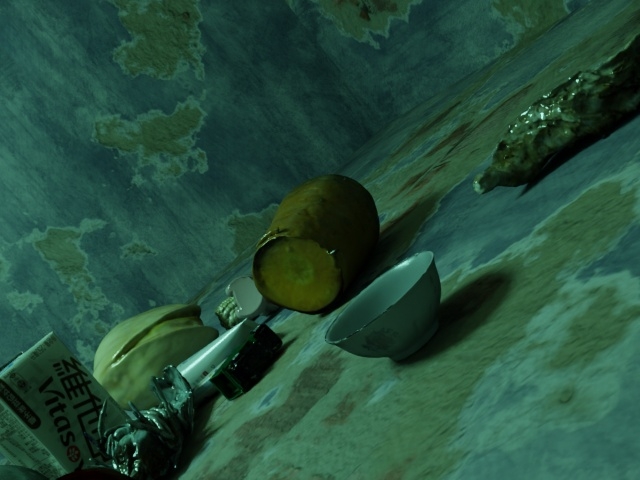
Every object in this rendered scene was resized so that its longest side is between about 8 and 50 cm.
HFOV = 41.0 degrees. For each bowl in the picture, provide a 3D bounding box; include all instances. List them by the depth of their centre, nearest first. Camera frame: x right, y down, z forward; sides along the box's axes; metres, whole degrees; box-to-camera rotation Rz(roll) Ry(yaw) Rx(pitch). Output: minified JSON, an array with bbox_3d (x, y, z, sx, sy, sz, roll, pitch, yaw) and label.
[{"bbox_3d":[0.103,0.106,1.155,0.189,0.086,0.189,-39,6,5],"label":"bowl"}]

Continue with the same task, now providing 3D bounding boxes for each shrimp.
[{"bbox_3d":[-0.305,0.339,1.535,0.221,0.166,0.410,-40,-4,12],"label":"shrimp"}]

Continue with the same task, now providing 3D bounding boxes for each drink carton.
[{"bbox_3d":[-0.507,0.361,1.669,0.132,0.324,0.194,-33,11,36],"label":"drink carton"}]

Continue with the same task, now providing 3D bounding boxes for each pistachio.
[{"bbox_3d":[-0.407,0.279,2.094,0.321,0.229,0.238,-31,-21,-17],"label":"pistachio"}]

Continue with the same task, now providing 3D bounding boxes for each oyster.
[{"bbox_3d":[0.432,-0.207,1.409,0.396,0.111,0.204,-37,-9,25],"label":"oyster"}]

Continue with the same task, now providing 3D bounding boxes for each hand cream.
[{"bbox_3d":[-0.213,0.288,1.752,0.170,0.043,0.065,-42,-22,3],"label":"hand cream"},{"bbox_3d":[-0.215,0.254,1.807,0.248,0.083,0.133,-39,-27,9],"label":"hand cream"}]

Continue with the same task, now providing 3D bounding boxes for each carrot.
[{"bbox_3d":[0.000,0.000,1.761,0.224,0.224,0.341,-35,14,29],"label":"carrot"}]

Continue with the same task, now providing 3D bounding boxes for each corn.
[{"bbox_3d":[-0.173,0.152,2.199,0.211,0.087,0.087,-37,7,-20],"label":"corn"}]

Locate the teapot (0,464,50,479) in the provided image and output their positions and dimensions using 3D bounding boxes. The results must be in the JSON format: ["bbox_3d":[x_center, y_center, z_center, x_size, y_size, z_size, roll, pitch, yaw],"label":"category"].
[{"bbox_3d":[-0.486,0.505,1.338,0.285,0.305,0.223,-160,87,-85],"label":"teapot"}]

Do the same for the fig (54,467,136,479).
[{"bbox_3d":[-0.214,0.346,0.848,0.214,0.235,0.235,-1,12,3],"label":"fig"}]

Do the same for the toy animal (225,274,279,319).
[{"bbox_3d":[-0.143,0.135,2.097,0.124,0.124,0.212,-38,-13,14],"label":"toy animal"}]

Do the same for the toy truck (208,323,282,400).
[{"bbox_3d":[-0.137,0.230,1.643,0.079,0.065,0.147,-37,9,44],"label":"toy truck"}]
